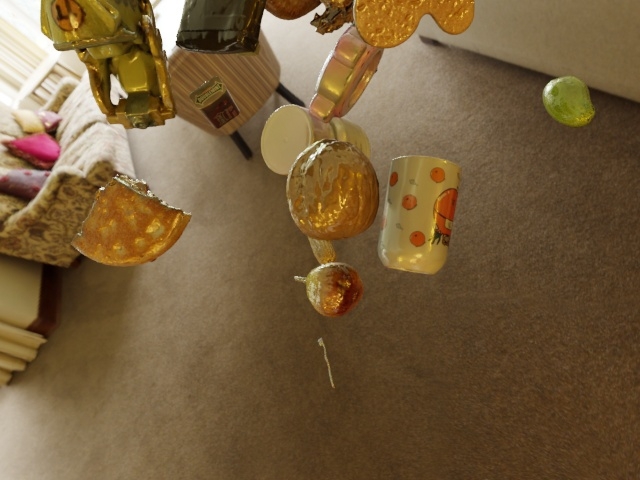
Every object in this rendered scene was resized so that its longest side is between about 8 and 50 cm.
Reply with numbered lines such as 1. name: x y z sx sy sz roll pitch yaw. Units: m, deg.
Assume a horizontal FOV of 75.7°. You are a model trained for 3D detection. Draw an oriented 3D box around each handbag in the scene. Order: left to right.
1. handbag: -0.213 -0.517 0.878 0.247 0.080 0.222 19 97 35

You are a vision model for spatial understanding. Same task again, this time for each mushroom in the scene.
1. mushroom: -0.063 -0.807 1.212 0.331 0.334 0.356 -20 50 13

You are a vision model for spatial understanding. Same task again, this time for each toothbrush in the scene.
1. toothbrush: 0.025 0.468 1.572 0.019 0.013 0.193 -14 68 -8

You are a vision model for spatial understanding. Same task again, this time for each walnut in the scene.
1. walnut: 0.026 -0.109 0.898 0.228 0.228 0.227 -19 52 27

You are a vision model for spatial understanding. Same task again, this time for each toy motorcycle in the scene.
1. toy motorcycle: -0.389 -0.382 0.782 0.169 0.410 0.236 -7 69 1

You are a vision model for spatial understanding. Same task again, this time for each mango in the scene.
1. mango: 0.579 -0.326 0.960 0.165 0.074 0.091 -94 26 -45

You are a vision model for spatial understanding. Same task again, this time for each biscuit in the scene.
1. biscuit: 0.139 -0.316 0.464 0.240 0.158 0.035 -34 29 14

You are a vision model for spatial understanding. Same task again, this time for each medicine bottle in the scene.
1. medicine bottle: -0.010 -0.283 1.275 0.241 0.302 0.241 0 90 35

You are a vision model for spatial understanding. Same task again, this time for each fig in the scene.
1. fig: 0.006 0.131 1.206 0.257 0.159 0.159 7 67 47

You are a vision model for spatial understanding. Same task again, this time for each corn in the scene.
1. corn: -0.002 0.003 1.802 0.102 0.102 0.312 -32 44 17

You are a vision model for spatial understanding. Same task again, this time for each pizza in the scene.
1. pizza: -0.589 -0.055 1.263 0.409 0.114 0.277 -20 88 11

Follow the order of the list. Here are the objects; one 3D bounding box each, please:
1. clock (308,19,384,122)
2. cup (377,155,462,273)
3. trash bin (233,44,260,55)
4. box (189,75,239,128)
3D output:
1. clock: 0.064 -0.385 0.939 0.227 0.090 0.248 -60 -2 38
2. cup: 0.287 -0.066 1.226 0.212 0.212 0.317 7 85 40
3. trash bin: -0.245 -0.616 1.306 0.092 0.061 0.042 16 85 26
4. box: -0.352 -0.461 1.395 0.120 0.224 0.069 -35 90 -2
